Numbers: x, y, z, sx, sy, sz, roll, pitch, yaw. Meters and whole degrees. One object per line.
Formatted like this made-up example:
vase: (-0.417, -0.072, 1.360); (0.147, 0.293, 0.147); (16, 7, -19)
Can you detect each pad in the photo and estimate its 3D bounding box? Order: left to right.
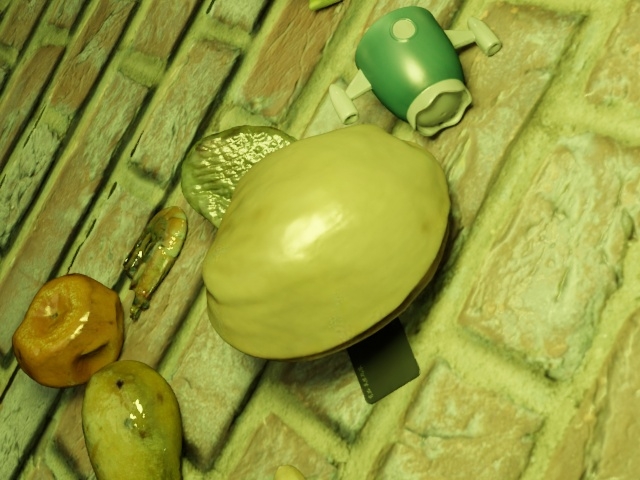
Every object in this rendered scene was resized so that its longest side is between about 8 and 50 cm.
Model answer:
pad: (0.094, 0.178, 1.276); (0.112, 0.003, 0.157); (-37, 54, 22)

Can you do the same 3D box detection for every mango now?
mango: (-0.339, 0.383, 1.444); (0.176, 0.176, 0.329); (-34, 71, 62)

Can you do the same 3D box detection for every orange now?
orange: (-0.526, 0.192, 1.648); (0.249, 0.183, 0.248); (-13, 52, 18)

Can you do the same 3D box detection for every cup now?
cup: (0.164, -0.274, 1.301); (0.300, 0.167, 0.173); (-26, 63, -2)

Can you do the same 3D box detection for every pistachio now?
pistachio: (0.000, 0.000, 1.258); (0.445, 0.281, 0.365); (-38, 60, -3)

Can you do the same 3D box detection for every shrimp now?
shrimp: (-0.373, 0.035, 1.668); (0.145, 0.059, 0.254); (31, 93, 44)

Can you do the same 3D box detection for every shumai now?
shumai: (-0.121, -0.112, 1.499); (0.272, 0.204, 0.222); (31, 96, 7)

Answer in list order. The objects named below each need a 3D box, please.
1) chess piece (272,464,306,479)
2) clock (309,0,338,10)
chess piece: (-0.133, 0.493, 1.269); (0.307, 0.124, 0.138); (-45, 20, 11)
clock: (-0.056, -0.618, 1.511); (0.096, 0.308, 0.234); (-11, 66, 34)
